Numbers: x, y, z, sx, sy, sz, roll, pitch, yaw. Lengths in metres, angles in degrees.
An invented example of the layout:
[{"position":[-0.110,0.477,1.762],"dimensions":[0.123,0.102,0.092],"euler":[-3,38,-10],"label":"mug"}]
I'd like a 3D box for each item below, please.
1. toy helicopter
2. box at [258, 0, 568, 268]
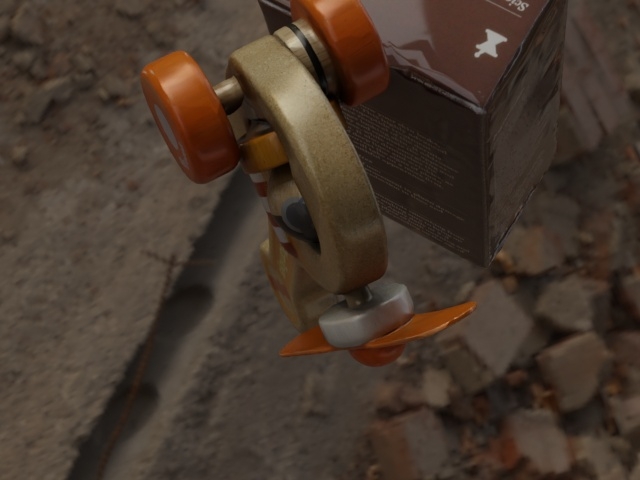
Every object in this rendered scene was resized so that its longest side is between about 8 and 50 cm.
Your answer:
[{"position":[0.000,0.000,1.069],"dimensions":[0.140,0.355,0.235],"euler":[-28,74,-11],"label":"toy helicopter"},{"position":[0.084,-0.126,1.266],"dimensions":[0.191,0.381,0.143],"euler":[29,80,14],"label":"box"}]
